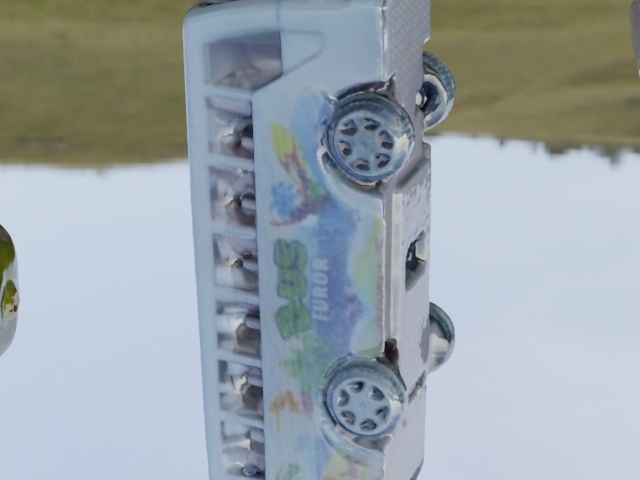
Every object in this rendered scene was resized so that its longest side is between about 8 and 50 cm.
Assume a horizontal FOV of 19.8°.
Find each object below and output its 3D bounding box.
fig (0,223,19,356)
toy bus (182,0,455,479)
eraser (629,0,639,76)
[{"bbox_3d":[-0.470,0.056,2.207,0.225,0.203,0.203,14,-162,8],"label":"fig"},{"bbox_3d":[0.000,0.000,1.047,0.136,0.329,0.109,7,-156,18],"label":"toy bus"},{"bbox_3d":[0.232,-0.060,1.055,0.059,0.204,0.243,-26,-136,-2],"label":"eraser"}]
